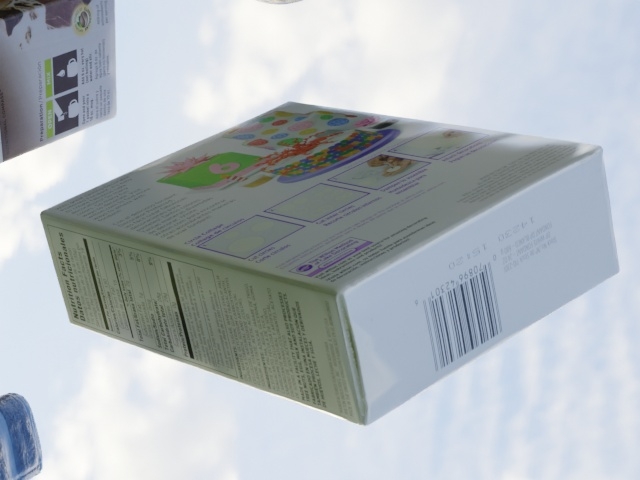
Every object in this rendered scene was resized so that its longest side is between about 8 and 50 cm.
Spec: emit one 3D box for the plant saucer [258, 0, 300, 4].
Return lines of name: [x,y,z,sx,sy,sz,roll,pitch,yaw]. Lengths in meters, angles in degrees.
plant saucer: [-0.045,-0.296,1.554,0.168,0.029,0.168,5,-80,27]

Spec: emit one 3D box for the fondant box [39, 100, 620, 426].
fondant box: [0.000,0.000,1.177,0.330,0.238,0.096,15,-56,48]

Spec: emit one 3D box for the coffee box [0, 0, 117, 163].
coffee box: [-0.314,-0.124,1.312,0.168,0.297,0.118,17,-61,31]

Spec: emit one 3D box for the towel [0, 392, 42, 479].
towel: [-0.235,0.151,1.224,0.029,0.119,0.067,-8,-82,21]
